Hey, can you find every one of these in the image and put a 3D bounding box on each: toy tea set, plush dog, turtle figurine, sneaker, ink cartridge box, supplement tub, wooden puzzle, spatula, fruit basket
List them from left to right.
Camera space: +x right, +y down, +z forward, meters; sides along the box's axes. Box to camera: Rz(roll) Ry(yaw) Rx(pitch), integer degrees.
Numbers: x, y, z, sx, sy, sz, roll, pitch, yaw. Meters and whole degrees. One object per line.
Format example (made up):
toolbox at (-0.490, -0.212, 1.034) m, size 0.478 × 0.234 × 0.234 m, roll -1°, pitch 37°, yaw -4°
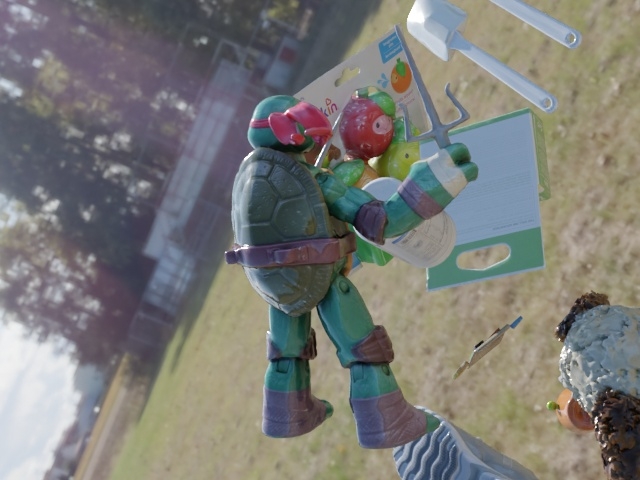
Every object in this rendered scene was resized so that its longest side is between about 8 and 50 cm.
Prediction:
turtle figurine at (0.000, 0.000, 0.565) m, size 0.175 × 0.118 × 0.234 m, roll 3°, pitch 101°, yaw 55°
fruit basket at (0.092, -0.145, 1.656) m, size 0.327 × 0.165 × 0.353 m, roll -38°, pitch -50°, yaw -31°
supplement tub at (0.086, -0.017, 0.984) m, size 0.071 × 0.107 × 0.071 m, roll -12°, pitch 67°, yaw 31°
sneaker at (0.202, 0.310, 1.213) m, size 0.281 × 0.115 × 0.105 m, roll 36°, pitch 103°, yaw 45°
ink cartridge box at (0.223, -0.048, 1.294) m, size 0.171 × 0.056 × 0.235 m, roll -14°, pitch 65°, yaw 29°
wooden puzzle at (0.237, 0.151, 1.373) m, size 0.116 × 0.014 × 0.078 m, roll -32°, pitch -20°, yaw -26°
spatula at (0.180, -0.234, 0.944) m, size 0.242 × 0.019 × 0.168 m, roll 46°, pitch 123°, yaw 40°
toy tea set at (0.610, 0.350, 1.836) m, size 0.200 × 0.336 × 0.124 m, roll -48°, pitch -11°, yaw -1°
plush dog at (0.324, 0.136, 0.862) m, size 0.262 × 0.225 × 0.211 m, roll -94°, pitch 24°, yaw -61°
